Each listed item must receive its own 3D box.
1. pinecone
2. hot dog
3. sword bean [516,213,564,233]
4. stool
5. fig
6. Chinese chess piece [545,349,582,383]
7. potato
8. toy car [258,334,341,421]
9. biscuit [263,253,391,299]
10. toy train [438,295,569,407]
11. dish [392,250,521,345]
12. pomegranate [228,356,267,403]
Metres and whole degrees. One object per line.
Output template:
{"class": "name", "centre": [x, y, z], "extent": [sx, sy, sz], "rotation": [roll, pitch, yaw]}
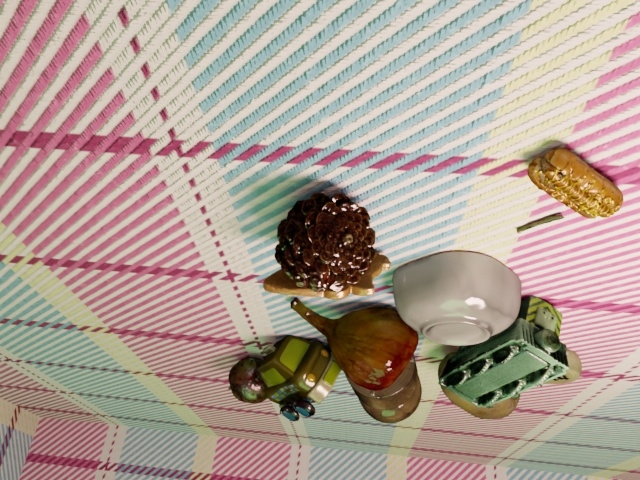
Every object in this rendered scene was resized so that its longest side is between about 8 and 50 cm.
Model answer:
{"class": "pinecone", "centre": [-0.003, 0.007, 0.952], "extent": [0.162, 0.163, 0.165], "rotation": [22, 162, -25]}
{"class": "hot dog", "centre": [0.364, -0.076, 0.818], "extent": [0.165, 0.045, 0.071], "rotation": [26, 144, -28]}
{"class": "sword bean", "centre": [0.358, -0.028, 0.941], "extent": [0.012, 0.012, 0.083], "rotation": [27, 146, -32]}
{"class": "stool", "centre": [0.166, 0.355, 1.496], "extent": [0.179, 0.179, 0.264], "rotation": [-1, 150, 14]}
{"class": "fig", "centre": [0.083, 0.209, 1.331], "extent": [0.290, 0.191, 0.191], "rotation": [35, 162, 27]}
{"class": "Chinese chess piece", "centre": [0.586, 0.321, 1.463], "extent": [0.143, 0.059, 0.144], "rotation": [6, 151, 4]}
{"class": "potato", "centre": [0.419, 0.377, 1.499], "extent": [0.262, 0.165, 0.165], "rotation": [29, 145, -22]}
{"class": "toy car", "centre": [-0.075, 0.354, 1.582], "extent": [0.198, 0.204, 0.248], "rotation": [39, 142, -8]}
{"class": "biscuit", "centre": [0.015, 0.062, 1.038], "extent": [0.250, 0.162, 0.035], "rotation": [-8, 116, -24]}
{"class": "toy train", "centre": [0.392, 0.238, 1.244], "extent": [0.138, 0.178, 0.330], "rotation": [32, 143, -4]}
{"class": "dish", "centre": [0.267, 0.131, 1.137], "extent": [0.255, 0.117, 0.256], "rotation": [5, 150, 3]}
{"class": "pomegranate", "centre": [-0.216, 0.420, 1.761], "extent": [0.148, 0.149, 0.169], "rotation": [26, 172, -30]}
